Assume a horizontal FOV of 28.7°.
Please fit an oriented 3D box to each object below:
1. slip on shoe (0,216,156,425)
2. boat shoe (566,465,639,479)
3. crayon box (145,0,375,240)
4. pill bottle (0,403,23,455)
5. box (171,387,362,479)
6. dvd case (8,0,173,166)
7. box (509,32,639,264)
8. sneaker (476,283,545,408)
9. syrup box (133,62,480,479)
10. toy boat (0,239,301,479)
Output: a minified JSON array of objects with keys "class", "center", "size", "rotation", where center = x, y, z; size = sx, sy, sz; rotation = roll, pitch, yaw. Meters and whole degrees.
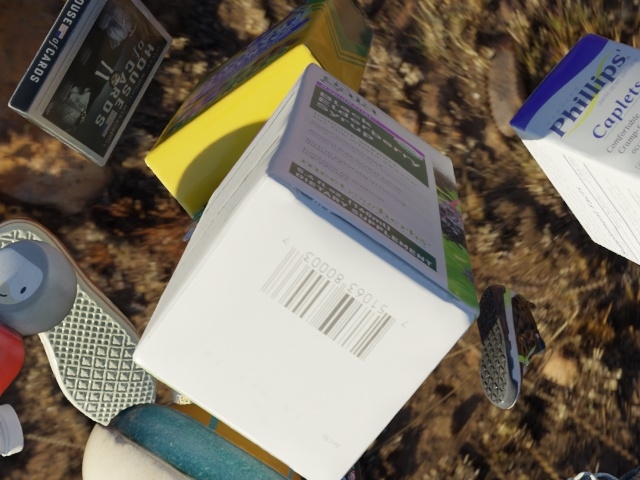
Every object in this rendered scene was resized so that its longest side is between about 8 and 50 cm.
[{"class":"slip on shoe","center":[-0.315,0.102,1.603],"size":[0.123,0.101,0.331],"rotation":[-32,114,-1]},{"class":"boat shoe","center":[0.283,0.288,1.276],"size":[0.113,0.306,0.105],"rotation":[-36,70,36]},{"class":"crayon box","center":[-0.057,-0.144,1.276],"size":[0.203,0.323,0.083],"rotation":[-33,107,19]},{"class":"pill bottle","center":[-0.343,0.192,1.173],"size":[0.065,0.116,0.065],"rotation":[32,130,49]},{"class":"box","center":[-0.071,0.295,1.842],"size":[0.073,0.293,0.296],"rotation":[6,110,43]},{"class":"dvd case","center":[-0.248,-0.190,1.390],"size":[0.029,0.238,0.179],"rotation":[27,86,13]},{"class":"box","center":[0.192,-0.033,0.666],"size":[0.072,0.126,0.137],"rotation":[-51,43,-7]},{"class":"sneaker","center":[0.292,0.152,1.833],"size":[0.097,0.235,0.084],"rotation":[18,131,-12]},{"class":"syrup box","center":[0.000,0.000,0.558],"size":[0.093,0.237,0.096],"rotation":[35,107,-8]},{"class":"toy boat","center":[-0.127,0.138,0.901],"size":[0.318,0.267,0.148],"rotation":[36,78,-14]}]
